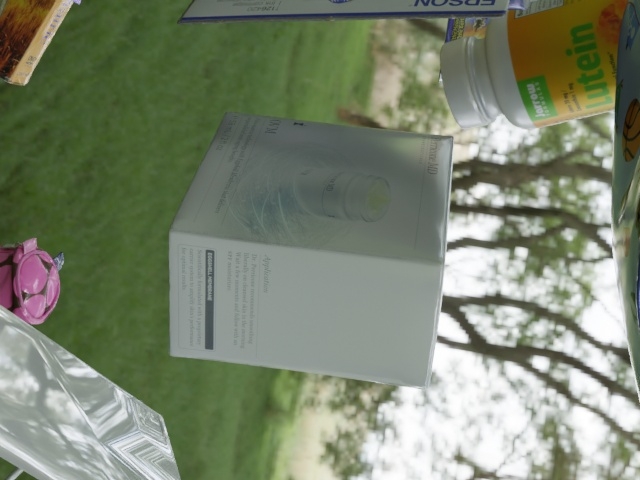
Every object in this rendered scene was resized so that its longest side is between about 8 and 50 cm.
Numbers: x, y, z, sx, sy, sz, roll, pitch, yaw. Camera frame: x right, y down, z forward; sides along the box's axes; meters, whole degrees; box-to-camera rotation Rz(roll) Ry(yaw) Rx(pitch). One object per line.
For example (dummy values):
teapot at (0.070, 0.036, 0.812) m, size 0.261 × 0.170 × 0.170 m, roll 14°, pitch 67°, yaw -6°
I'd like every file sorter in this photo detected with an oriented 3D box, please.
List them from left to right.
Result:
file sorter at (-0.271, 0.191, 0.920) m, size 0.173 × 0.278 × 0.193 m, roll -43°, pitch -148°, yaw 6°

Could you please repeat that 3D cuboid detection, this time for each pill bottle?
pill bottle at (0.262, -0.197, 1.202) m, size 0.136 × 0.246 × 0.136 m, roll 42°, pitch 42°, yaw -54°

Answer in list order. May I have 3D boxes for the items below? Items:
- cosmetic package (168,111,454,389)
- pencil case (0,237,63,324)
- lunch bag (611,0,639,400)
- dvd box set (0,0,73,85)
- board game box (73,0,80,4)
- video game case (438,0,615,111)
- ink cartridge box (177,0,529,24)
cosmetic package at (0.000, 0.000, 0.984) m, size 0.224 × 0.225 × 0.138 m, roll -76°, pitch 173°, yaw -57°
pencil case at (-0.409, 0.049, 1.300) m, size 0.095 × 0.209 × 0.098 m, roll -50°, pitch 133°, yaw -58°
lunch bag at (0.349, -0.041, 0.886) m, size 0.328 × 0.239 × 0.385 m, roll -72°, pitch 147°, yaw -58°
dvd box set at (-0.394, -0.449, 1.359) m, size 0.420 × 0.308 × 0.062 m, roll -57°, pitch 179°, yaw 7°
board game box at (-0.300, -0.472, 1.212) m, size 0.347 × 0.233 × 0.078 m, roll -63°, pitch 180°, yaw 4°
video game case at (0.297, -0.314, 1.478) m, size 0.061 × 0.244 × 0.269 m, roll 95°, pitch 6°, yaw -64°
ink cartridge box at (0.058, -0.277, 1.057) m, size 0.072 × 0.304 × 0.307 m, roll 72°, pitch 30°, yaw -44°
